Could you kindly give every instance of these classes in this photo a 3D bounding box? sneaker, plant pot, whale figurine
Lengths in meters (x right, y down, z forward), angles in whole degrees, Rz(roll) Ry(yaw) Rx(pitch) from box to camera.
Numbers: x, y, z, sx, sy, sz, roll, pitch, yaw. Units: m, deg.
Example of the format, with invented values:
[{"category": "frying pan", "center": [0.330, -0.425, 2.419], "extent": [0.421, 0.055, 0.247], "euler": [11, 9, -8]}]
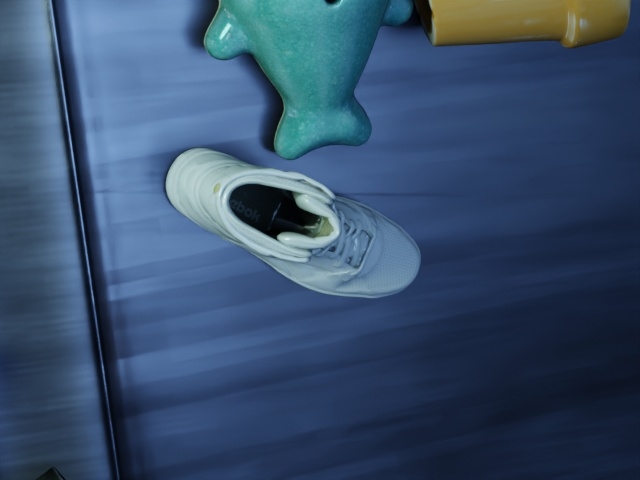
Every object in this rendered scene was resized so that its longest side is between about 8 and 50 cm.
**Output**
[{"category": "sneaker", "center": [0.000, 0.000, 1.591], "extent": [0.292, 0.169, 0.108], "euler": [21, 91, -26]}, {"category": "plant pot", "center": [0.187, -0.280, 1.602], "extent": [0.188, 0.205, 0.205], "euler": [-15, 107, -3]}, {"category": "whale figurine", "center": [-0.003, -0.204, 1.558], "extent": [0.216, 0.141, 0.272], "euler": [-12, 113, -15]}]

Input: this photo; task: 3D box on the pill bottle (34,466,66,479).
[{"category": "pill bottle", "center": [-0.318, 0.325, 1.557], "extent": [0.219, 0.123, 0.123], "euler": [-38, 112, -11]}]
